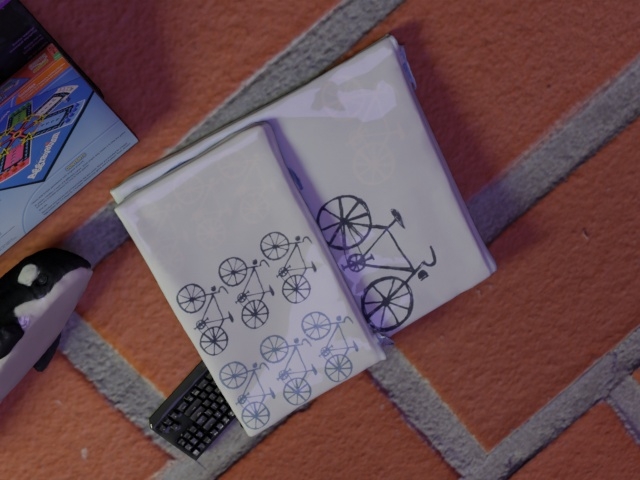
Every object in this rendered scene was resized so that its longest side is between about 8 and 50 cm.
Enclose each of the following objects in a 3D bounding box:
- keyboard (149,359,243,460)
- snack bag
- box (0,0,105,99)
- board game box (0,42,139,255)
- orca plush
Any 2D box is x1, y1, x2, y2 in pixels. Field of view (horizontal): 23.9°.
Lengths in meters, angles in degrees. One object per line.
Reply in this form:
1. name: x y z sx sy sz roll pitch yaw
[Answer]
1. keyboard: -0.091 0.162 1.647 0.180 0.023 0.108 -47 122 5
2. snack bag: 0.000 0.000 1.584 0.342 0.037 0.323 -30 115 -7
3. box: -0.295 -0.154 1.412 0.116 0.029 0.162 -41 124 1
4. board game box: -0.316 -0.048 1.415 0.281 0.027 0.145 -39 142 0
5. orca plush: -0.345 0.112 1.506 0.287 0.102 0.151 -58 165 22
